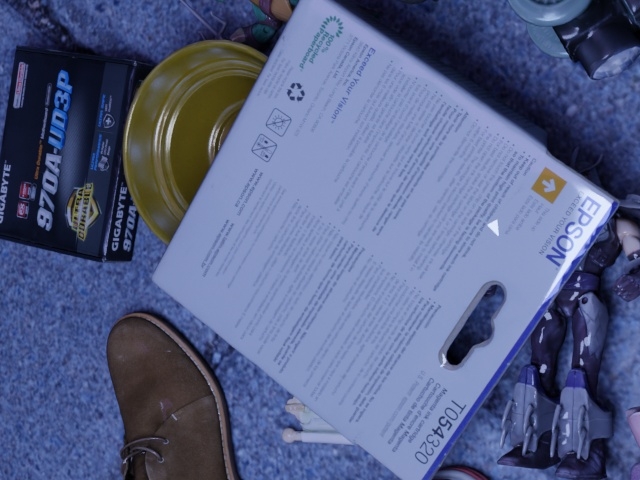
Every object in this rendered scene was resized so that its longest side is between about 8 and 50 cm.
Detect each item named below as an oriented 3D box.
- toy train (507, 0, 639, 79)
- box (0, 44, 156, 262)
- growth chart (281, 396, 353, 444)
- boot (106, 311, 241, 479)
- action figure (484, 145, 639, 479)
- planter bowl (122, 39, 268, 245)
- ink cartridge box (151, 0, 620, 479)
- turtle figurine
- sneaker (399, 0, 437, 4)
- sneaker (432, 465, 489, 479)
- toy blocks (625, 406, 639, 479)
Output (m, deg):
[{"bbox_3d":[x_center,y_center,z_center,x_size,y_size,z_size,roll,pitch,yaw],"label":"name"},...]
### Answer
[{"bbox_3d":[0.218,-0.305,1.116,0.190,0.142,0.334,-30,72,13],"label":"toy train"},{"bbox_3d":[-0.273,-0.097,1.426,0.175,0.051,0.220,12,94,30],"label":"box"},{"bbox_3d":[0.031,0.093,1.235,0.172,0.021,0.237,4,103,28],"label":"growth chart"},{"bbox_3d":[-0.159,0.209,1.313,0.112,0.115,0.305,-34,71,27],"label":"boot"},{"bbox_3d":[0.216,0.059,1.114,0.185,0.099,0.285,1,83,44],"label":"action figure"},{"bbox_3d":[-0.085,-0.089,1.292,0.217,0.090,0.217,2,95,27],"label":"planter bowl"},{"bbox_3d":[0.049,-0.002,1.144,0.330,0.071,0.324,37,112,14],"label":"ink cartridge box"},{"bbox_3d":[-0.052,-0.233,1.256,0.234,0.175,0.118,32,86,19],"label":"turtle figurine"},{"bbox_3d":[-0.049,-0.334,1.199,0.202,0.185,0.483,-39,52,-9],"label":"sneaker"},{"bbox_3d":[0.014,0.298,1.197,0.314,0.136,0.116,-34,71,24],"label":"sneaker"},{"bbox_3d":[0.285,0.134,0.965,0.309,0.289,0.260,-19,85,30],"label":"toy blocks"}]
